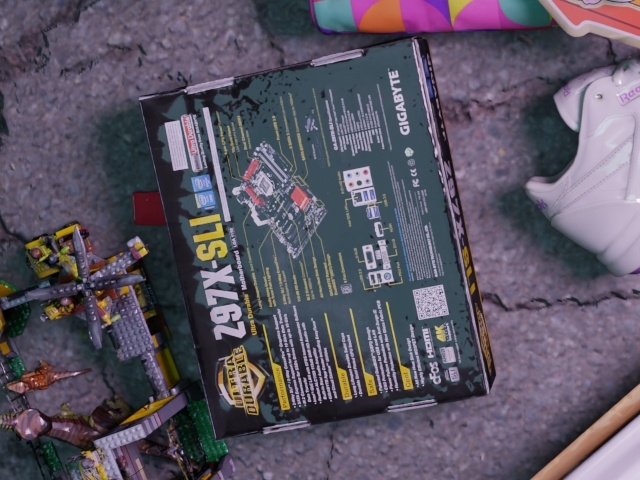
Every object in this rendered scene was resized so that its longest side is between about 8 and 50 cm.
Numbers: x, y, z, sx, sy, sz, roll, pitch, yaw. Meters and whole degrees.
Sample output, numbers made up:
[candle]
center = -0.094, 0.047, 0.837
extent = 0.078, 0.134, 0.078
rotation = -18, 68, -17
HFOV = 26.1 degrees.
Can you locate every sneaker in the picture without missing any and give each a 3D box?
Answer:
[sneaker]
center = 0.284, -0.122, 1.130
extent = 0.152, 0.114, 0.305
rotation = 34, 104, 5

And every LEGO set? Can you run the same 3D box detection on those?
[LEGO set]
center = -0.233, 0.157, 1.256
extent = 0.255, 0.192, 0.331
rotation = -12, 95, 15

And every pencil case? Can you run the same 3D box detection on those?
[pencil case]
center = 0.107, -0.228, 1.167
extent = 0.236, 0.104, 0.104
rotation = -3, 98, 13

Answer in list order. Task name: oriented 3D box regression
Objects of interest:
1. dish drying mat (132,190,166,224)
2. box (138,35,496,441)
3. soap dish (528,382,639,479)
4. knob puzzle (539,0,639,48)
[dish drying mat]
center = -0.136, -0.031, 1.301
extent = 0.083, 0.008, 0.032
rotation = -1, 99, 14
[box]
center = 0.000, 0.000, 1.233
extent = 0.257, 0.079, 0.322
rotation = -11, 96, 14
[soap dish]
center = 0.347, 0.199, 1.161
extent = 0.229, 0.118, 0.291
rotation = 47, 106, 4
[knob puzzle]
center = 0.218, -0.243, 1.047
extent = 0.213, 0.030, 0.213
rotation = 11, 114, 25
